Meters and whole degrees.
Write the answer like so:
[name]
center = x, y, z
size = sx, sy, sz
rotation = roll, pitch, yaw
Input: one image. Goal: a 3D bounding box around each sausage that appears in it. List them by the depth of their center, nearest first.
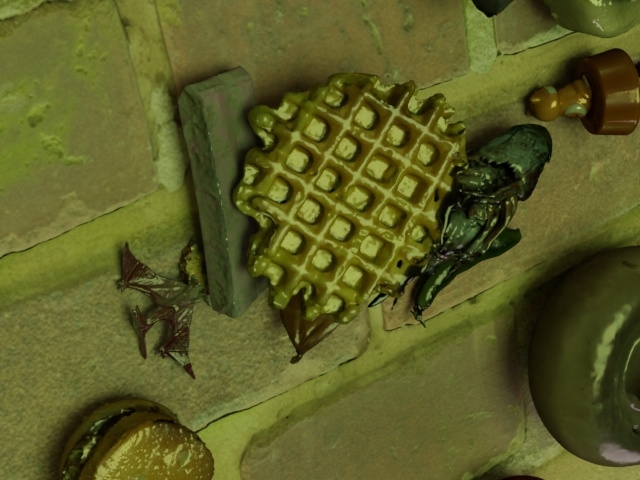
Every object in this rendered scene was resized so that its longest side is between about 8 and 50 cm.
[sausage]
center = 0.006, 0.002, 1.475
size = 0.112, 0.112, 0.328
rotation = 5, 100, -36

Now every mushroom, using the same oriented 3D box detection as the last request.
[mushroom]
center = 0.504, 0.190, 1.757
size = 0.362, 0.295, 0.362
rotation = -12, 113, -31

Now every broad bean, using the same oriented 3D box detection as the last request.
[broad bean]
center = 0.212, 0.037, 1.671
size = 0.227, 0.039, 0.069
rotation = -38, 116, -18

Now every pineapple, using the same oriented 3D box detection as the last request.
[pineapple]
center = -0.155, 0.043, 1.432
size = 0.045, 0.019, 0.083
rotation = -48, 124, -20

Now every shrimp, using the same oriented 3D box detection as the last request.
[shrimp]
center = 0.182, -0.056, 1.578
size = 0.372, 0.137, 0.172
rotation = -40, 86, -27

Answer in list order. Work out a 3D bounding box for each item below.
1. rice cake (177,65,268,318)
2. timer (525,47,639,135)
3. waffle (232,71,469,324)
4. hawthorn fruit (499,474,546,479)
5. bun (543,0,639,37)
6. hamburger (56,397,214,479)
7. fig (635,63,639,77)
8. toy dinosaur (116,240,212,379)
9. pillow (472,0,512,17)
[rice cake]
center = -0.111, -0.060, 1.396
size = 0.106, 0.050, 0.298
rotation = -32, 122, -48
[timer]
center = 0.382, -0.212, 1.681
size = 0.152, 0.132, 0.132
rotation = -9, 111, -7
[waffle]
center = 0.043, -0.051, 1.391
size = 0.307, 0.060, 0.311
rotation = -4, 101, -15
[hawthorn fruit]
center = 0.338, 0.510, 1.757
size = 0.242, 0.272, 0.241
rotation = -15, 121, -26
[bun]
center = 0.406, -0.396, 1.617
size = 0.229, 0.145, 0.229
rotation = 2, 79, -10
[hamburger]
center = -0.238, 0.290, 1.387
size = 0.191, 0.118, 0.181
rotation = -36, 118, -25
[fig]
center = 0.652, -0.318, 1.799
size = 0.321, 0.217, 0.217
rotation = -11, 112, -7
[toy dinosaur]
center = -0.191, 0.088, 1.401
size = 0.108, 0.032, 0.220
rotation = -28, 117, -8
[pillow]
center = 0.264, -0.464, 1.476
size = 0.326, 0.101, 0.228
rotation = -39, 90, -16
